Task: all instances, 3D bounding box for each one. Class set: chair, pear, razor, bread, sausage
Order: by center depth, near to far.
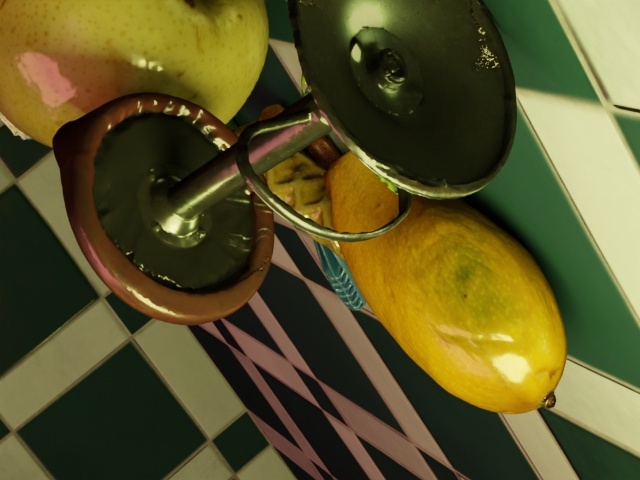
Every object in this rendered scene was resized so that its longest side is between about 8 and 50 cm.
[{"bbox_3d":[-0.055,-0.072,1.216,0.401,0.226,0.226,-27,104,46],"label":"chair"},{"bbox_3d":[-0.213,-0.221,1.497,0.309,0.309,0.309,47,166,15],"label":"pear"},{"bbox_3d":[0.032,-0.019,1.651,0.367,0.077,0.084,38,-176,22],"label":"bread"},{"bbox_3d":[0.019,-0.083,1.713,0.107,0.031,0.031,51,167,1],"label":"sausage"},{"bbox_3d":[0.000,0.000,1.983,0.082,0.042,0.253,-12,129,28],"label":"razor"}]

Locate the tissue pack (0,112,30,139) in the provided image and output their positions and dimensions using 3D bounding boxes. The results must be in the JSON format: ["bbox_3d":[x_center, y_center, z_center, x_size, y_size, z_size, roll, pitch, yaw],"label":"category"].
[{"bbox_3d":[-0.304,-0.269,1.757,0.137,0.269,0.209,-28,100,40],"label":"tissue pack"}]

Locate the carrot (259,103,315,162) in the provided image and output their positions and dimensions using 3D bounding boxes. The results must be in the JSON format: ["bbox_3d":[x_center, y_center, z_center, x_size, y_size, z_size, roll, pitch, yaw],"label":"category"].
[{"bbox_3d":[-0.026,-0.098,1.808,0.042,0.042,0.171,35,162,49],"label":"carrot"}]

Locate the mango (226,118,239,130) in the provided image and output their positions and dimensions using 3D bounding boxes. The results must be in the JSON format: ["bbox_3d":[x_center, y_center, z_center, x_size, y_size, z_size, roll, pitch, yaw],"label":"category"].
[{"bbox_3d":[-0.185,-0.151,2.020,0.251,0.114,0.156,48,174,6],"label":"mango"}]

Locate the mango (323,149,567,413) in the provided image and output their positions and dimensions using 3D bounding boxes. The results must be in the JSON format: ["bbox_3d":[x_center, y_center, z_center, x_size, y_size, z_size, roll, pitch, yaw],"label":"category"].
[{"bbox_3d":[0.118,0.034,1.472,0.359,0.144,0.187,48,152,39],"label":"mango"}]

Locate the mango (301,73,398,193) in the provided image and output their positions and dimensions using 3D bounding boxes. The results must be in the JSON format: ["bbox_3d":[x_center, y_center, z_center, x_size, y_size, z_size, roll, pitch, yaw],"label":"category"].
[{"bbox_3d":[0.060,-0.117,1.339,0.119,0.100,0.178,13,145,54],"label":"mango"}]
